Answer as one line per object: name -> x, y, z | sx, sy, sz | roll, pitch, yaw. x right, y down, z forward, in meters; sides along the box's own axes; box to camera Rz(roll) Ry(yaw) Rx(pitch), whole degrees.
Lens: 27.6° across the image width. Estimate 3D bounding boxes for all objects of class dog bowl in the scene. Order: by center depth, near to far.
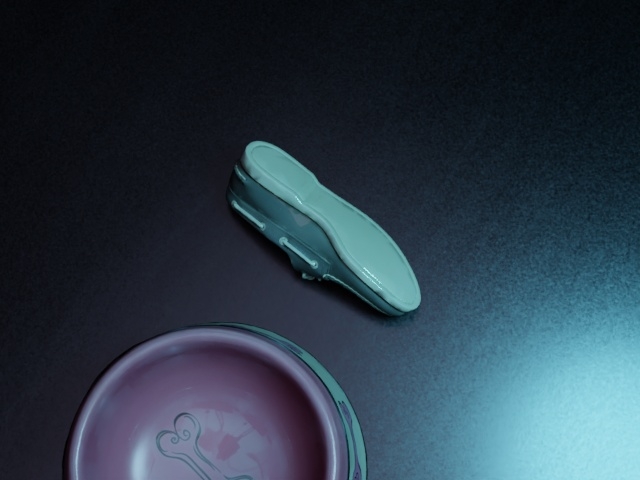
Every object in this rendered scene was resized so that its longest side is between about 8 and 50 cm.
dog bowl -> -0.142, 0.289, 1.668 | 0.408, 0.150, 0.408 | 0, 74, 2

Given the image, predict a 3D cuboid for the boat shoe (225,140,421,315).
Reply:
boat shoe -> 0.000, 0.000, 1.792 | 0.319, 0.116, 0.099 | 42, 122, 5
